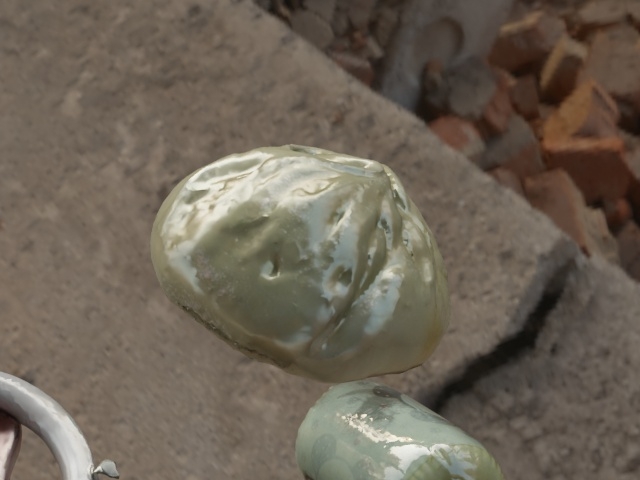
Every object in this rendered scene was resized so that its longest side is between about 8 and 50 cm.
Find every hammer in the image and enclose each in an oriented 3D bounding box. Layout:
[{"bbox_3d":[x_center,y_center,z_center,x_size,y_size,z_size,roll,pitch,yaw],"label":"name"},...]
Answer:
[{"bbox_3d":[0.085,0.268,1.147,0.113,0.305,0.202,-23,22,-18],"label":"hammer"}]

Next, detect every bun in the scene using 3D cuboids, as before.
[{"bbox_3d":[0.000,0.000,0.812,0.183,0.183,0.102,39,121,35],"label":"bun"}]

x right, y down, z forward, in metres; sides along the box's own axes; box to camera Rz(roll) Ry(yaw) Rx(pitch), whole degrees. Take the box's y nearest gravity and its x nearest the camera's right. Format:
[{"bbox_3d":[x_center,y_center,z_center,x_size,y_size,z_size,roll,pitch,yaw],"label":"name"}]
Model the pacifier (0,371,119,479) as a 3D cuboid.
[{"bbox_3d":[-0.283,0.209,0.883,0.273,0.220,0.332,-57,36,25],"label":"pacifier"}]
